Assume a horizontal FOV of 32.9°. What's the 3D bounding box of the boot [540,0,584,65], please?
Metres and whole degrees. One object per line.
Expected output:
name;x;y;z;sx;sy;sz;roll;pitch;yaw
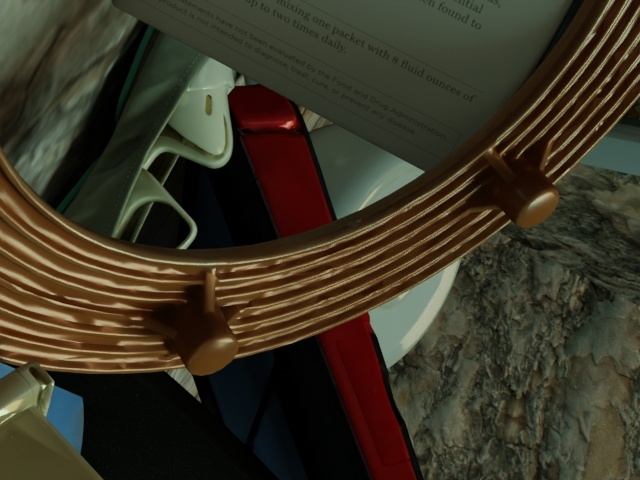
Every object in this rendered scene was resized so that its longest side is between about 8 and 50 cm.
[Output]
boot;0.109;-0.206;0.596;0.094;0.246;0.207;-82;-163;-57

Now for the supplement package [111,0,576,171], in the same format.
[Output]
supplement package;0.062;-0.206;0.429;0.175;0.177;0.293;-56;173;-52

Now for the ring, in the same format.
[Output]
ring;0.011;-0.067;0.317;0.336;0.032;0.337;-22;144;-17

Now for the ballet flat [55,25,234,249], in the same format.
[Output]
ballet flat;-0.081;-0.037;0.537;0.213;0.068;0.072;-62;176;-7

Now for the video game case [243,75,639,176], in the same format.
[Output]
video game case;0.154;-0.174;0.783;0.036;0.329;0.300;83;30;-45

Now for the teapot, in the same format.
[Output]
teapot;0.000;0.000;1.005;0.256;0.187;0.253;-42;138;-29

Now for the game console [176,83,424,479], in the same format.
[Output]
game console;-0.032;0.115;0.738;0.386;0.060;0.342;109;-33;-62

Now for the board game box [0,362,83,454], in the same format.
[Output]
board game box;-0.174;0.111;0.469;0.133;0.033;0.169;-65;153;-11

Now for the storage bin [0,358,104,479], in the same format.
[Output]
storage bin;-0.171;0.215;0.341;0.260;0.123;0.262;-32;156;-42

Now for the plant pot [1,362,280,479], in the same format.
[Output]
plant pot;-0.123;0.159;0.623;0.187;0.167;0.188;-60;176;-14
